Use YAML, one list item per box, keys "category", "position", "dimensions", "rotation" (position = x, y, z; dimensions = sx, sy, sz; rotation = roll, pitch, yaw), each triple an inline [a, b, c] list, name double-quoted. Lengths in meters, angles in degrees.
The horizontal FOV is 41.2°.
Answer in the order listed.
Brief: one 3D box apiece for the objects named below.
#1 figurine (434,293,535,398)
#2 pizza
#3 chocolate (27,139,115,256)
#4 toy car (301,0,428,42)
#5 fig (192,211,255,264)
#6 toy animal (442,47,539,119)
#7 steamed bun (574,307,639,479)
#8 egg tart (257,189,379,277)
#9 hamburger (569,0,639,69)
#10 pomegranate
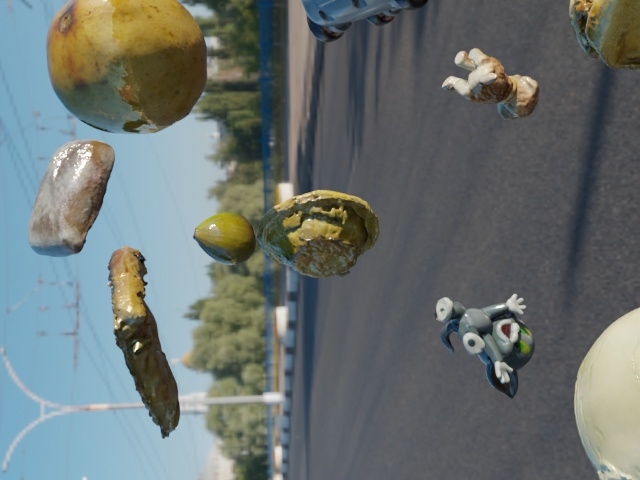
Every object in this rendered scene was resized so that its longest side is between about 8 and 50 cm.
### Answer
- category: "figurine"
  position: [0.342, 0.210, 1.767]
  dimensions: [0.140, 0.266, 0.193]
  rotation: [133, 146, -55]
- category: "pizza"
  position: [-0.370, 0.166, 1.742]
  dimensions: [0.392, 0.080, 0.434]
  rotation: [96, 156, -68]
- category: "chocolate"
  position: [-0.601, -0.110, 2.009]
  dimensions: [0.100, 0.185, 0.303]
  rotation: [38, -121, -52]
- category: "toy car"
  position: [0.078, -0.410, 1.172]
  dimensions: [0.181, 0.271, 0.212]
  rotation: [-9, 105, 46]
- category: "fig"
  position: [-0.133, -0.004, 1.170]
  dimensions: [0.074, 0.088, 0.073]
  rotation: [-37, 46, 53]
- category: "toy animal"
  position: [0.358, -0.286, 1.646]
  dimensions: [0.104, 0.185, 0.184]
  rotation: [-60, 23, 8]
- category: "steamed bun"
  position: [0.567, 0.238, 1.333]
  dimensions: [0.233, 0.334, 0.311]
  rotation: [65, -172, -60]
- category: "egg tart"
  position: [0.000, 0.000, 1.614]
  dimensions: [0.241, 0.241, 0.105]
  rotation: [94, 170, -54]
- category: "hamburger"
  position: [0.462, -0.339, 1.212]
  dimensions: [0.108, 0.214, 0.213]
  rotation: [-108, 15, -49]
- category: "pomegranate"
  position: [-0.313, -0.293, 1.383]
  dimensions: [0.260, 0.261, 0.260]
  rotation: [179, 90, -86]
